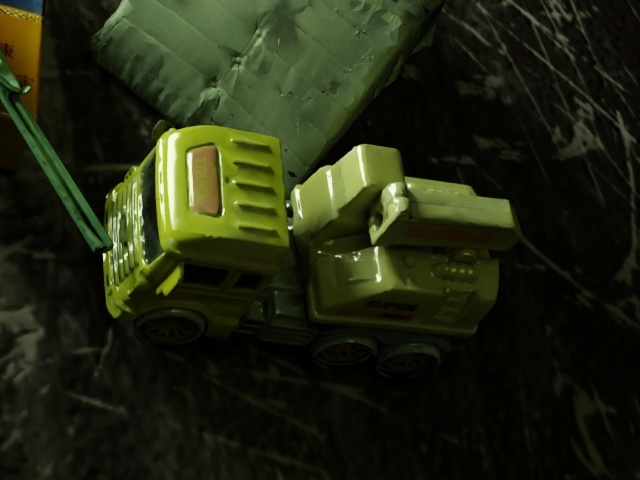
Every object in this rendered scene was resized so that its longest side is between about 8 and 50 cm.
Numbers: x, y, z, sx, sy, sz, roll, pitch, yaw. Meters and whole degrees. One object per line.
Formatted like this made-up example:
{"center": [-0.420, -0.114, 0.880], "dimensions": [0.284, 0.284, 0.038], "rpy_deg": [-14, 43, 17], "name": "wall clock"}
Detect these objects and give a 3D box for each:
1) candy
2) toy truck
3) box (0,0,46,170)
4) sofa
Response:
{"center": [-0.206, -0.103, 0.962], "dimensions": [0.262, 0.077, 0.073], "rpy_deg": [58, 30, 4], "name": "candy"}
{"center": [0.000, 0.000, 1.018], "dimensions": [0.272, 0.157, 0.124], "rpy_deg": [9, 55, -24], "name": "toy truck"}
{"center": [-0.271, -0.175, 1.048], "dimensions": [0.152, 0.070, 0.237], "rpy_deg": [11, 53, -22], "name": "box"}
{"center": [-0.030, -0.169, 1.169], "dimensions": [0.210, 0.176, 0.225], "rpy_deg": [37, 21, -2], "name": "sofa"}
